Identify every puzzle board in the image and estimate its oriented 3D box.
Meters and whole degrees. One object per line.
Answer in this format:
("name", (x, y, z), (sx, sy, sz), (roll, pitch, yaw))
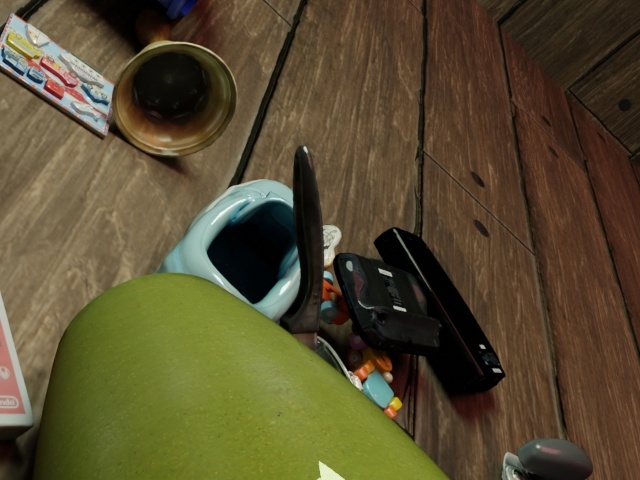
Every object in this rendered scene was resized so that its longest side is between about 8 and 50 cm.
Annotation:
("puzzle board", (-0.257, -0.164, 0.963), (0.128, 0.011, 0.096), (35, 30, -28))

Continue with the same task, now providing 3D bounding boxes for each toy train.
("toy train", (0.024, 0.114, 0.986), (0.125, 0.046, 0.166), (38, 25, -35))

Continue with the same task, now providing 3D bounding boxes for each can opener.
("can opener", (0.327, 0.312, 1.142), (0.283, 0.095, 0.076), (29, 33, -24))

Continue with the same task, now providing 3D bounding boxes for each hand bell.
("hand bell", (-0.175, -0.204, 1.068), (0.126, 0.126, 0.242), (31, 20, -33))

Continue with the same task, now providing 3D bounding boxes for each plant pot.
("plant pot", (-0.065, 0.162, 0.600), (0.275, 0.275, 0.293), (25, 20, -40))

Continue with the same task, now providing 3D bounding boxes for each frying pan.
("frying pan", (0.002, 0.116, 0.732), (0.053, 0.326, 0.197), (-12, 32, -19))

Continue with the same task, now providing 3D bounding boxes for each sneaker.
("sneaker", (-0.053, 0.013, 0.888), (0.135, 0.150, 0.366), (46, 27, -10))
("sneaker", (0.000, 0.000, 1.120), (0.037, 0.032, 0.083), (41, 27, -17))

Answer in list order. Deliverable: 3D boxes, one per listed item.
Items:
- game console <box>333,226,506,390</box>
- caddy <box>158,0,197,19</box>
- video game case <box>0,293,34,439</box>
("game console", (0.101, 0.070, 1.114), (0.213, 0.044, 0.361), (61, 18, 22))
("caddy", (-0.130, -0.382, 1.154), (0.179, 0.241, 0.341), (36, 9, -11))
("video game case", (-0.301, -0.006, 0.631), (0.204, 0.025, 0.285), (18, 44, -56))
